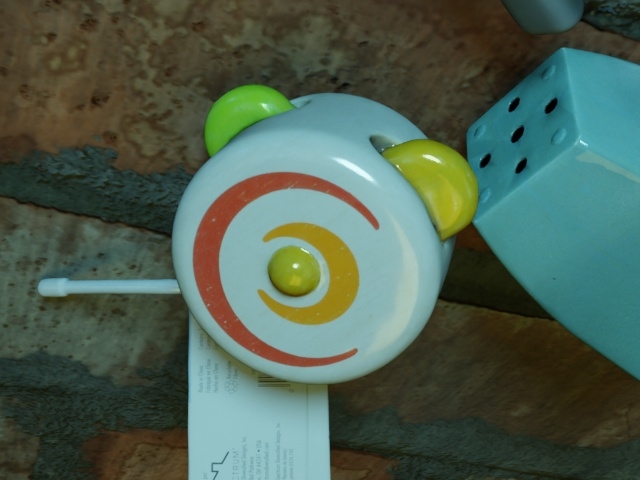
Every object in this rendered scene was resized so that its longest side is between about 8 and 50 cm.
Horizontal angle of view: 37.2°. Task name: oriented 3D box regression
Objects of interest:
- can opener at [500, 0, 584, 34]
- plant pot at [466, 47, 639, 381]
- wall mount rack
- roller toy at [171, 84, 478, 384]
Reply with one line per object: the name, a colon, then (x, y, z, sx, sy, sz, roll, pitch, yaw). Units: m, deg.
can opener: (0.059, -0.226, 0.541, 0.095, 0.076, 0.283, 7, 156, 45)
plant pot: (0.231, -0.023, 0.712, 0.234, 0.165, 0.165, 27, 133, -24)
wall mount rack: (-0.106, 0.140, 0.839, 0.304, 0.349, 0.130, 0, 176, -5)
roller toy: (0.000, 0.000, 0.687, 0.210, 0.146, 0.191, 13, 115, 10)
